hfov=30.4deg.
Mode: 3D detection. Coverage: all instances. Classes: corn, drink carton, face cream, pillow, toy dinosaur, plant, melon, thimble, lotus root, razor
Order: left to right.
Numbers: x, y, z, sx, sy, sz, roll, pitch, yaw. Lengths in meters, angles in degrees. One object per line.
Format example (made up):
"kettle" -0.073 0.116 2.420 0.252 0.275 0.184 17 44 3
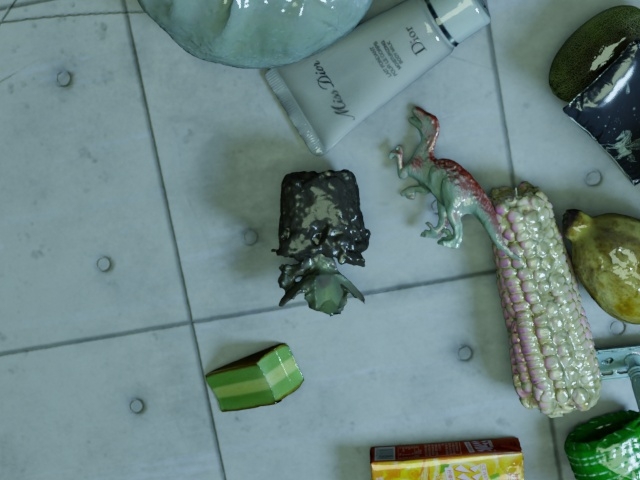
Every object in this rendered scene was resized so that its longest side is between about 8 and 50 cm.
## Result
"plant" 0.000 0.000 1.652 0.143 0.131 0.203 -8 101 2
"face cream" 0.084 -0.253 1.632 0.314 0.089 0.143 -31 97 20
"drink carton" 0.186 0.352 1.735 0.223 0.071 0.096 -5 100 4
"toy dinosaur" 0.191 -0.065 1.626 0.242 0.053 0.167 32 108 34
"corn" 0.312 0.083 1.658 0.127 0.126 0.335 -11 96 6
"melon" 0.381 -0.250 1.597 0.162 0.099 0.099 -40 96 14
"thimble" 0.422 0.303 1.688 0.130 0.118 0.090 -26 95 -10
"lotus root" 0.417 0.033 1.623 0.214 0.138 0.138 32 101 -14
"pillow" 0.424 -0.169 1.588 0.141 0.055 0.208 -48 132 11
"razor" 0.450 0.239 1.624 0.106 0.232 0.068 -7 130 6

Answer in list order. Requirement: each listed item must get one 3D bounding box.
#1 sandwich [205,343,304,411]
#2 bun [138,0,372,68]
"sandwich" -0.099 0.206 1.759 0.116 0.074 0.074 -16 101 39
"bun" -0.094 -0.398 1.544 0.362 0.211 0.361 1 98 4
